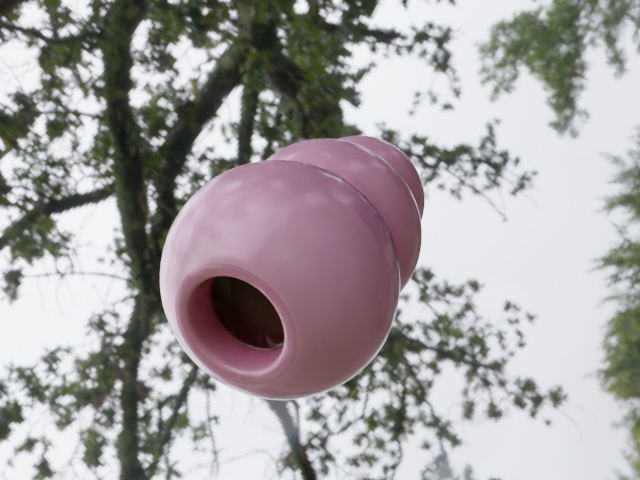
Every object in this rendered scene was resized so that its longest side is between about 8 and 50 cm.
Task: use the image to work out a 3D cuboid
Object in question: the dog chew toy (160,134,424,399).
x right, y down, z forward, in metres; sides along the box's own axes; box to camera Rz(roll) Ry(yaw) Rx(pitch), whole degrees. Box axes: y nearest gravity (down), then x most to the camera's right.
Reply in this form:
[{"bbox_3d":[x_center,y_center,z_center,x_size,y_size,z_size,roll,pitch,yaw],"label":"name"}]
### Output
[{"bbox_3d":[0.000,0.000,0.898,0.332,0.207,0.206,-44,-24,-55],"label":"dog chew toy"}]
